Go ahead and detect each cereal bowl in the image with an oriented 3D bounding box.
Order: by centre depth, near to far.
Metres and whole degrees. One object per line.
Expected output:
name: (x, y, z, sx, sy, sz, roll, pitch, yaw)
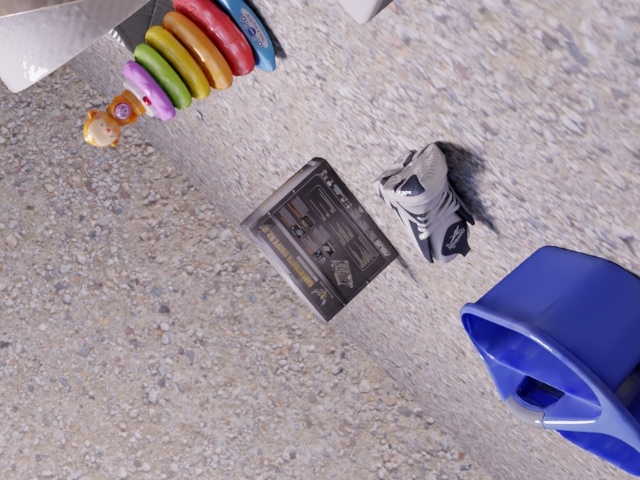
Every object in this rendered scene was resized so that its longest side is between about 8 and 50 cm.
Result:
cereal bowl: (-0.362, -0.370, 1.792, 0.141, 0.339, 0.339, 53, 169, -17)

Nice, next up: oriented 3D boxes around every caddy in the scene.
caddy: (0.298, 0.150, 1.439, 0.241, 0.179, 0.341, 50, 170, -17)

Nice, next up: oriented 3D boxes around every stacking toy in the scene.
stacking toy: (-0.230, -0.244, 1.796, 0.175, 0.302, 0.166, 55, 168, -33)

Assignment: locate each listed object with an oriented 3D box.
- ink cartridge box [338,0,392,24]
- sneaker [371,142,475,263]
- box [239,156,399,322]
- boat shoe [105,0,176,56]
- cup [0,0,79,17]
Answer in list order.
ink cartridge box: (-0.007, -0.350, 1.110, 0.261, 0.066, 0.296, 48, 170, 1)
sneaker: (0.152, -0.038, 1.581, 0.153, 0.094, 0.235, 47, 171, -7)
box: (0.000, 0.000, 2.127, 0.231, 0.183, 0.056, 50, 170, -19)
boat shoe: (-0.337, -0.390, 2.053, 0.320, 0.118, 0.103, 19, -159, -28)
cup: (-0.278, -0.416, 1.454, 0.331, 0.331, 0.237, -155, 50, -66)
